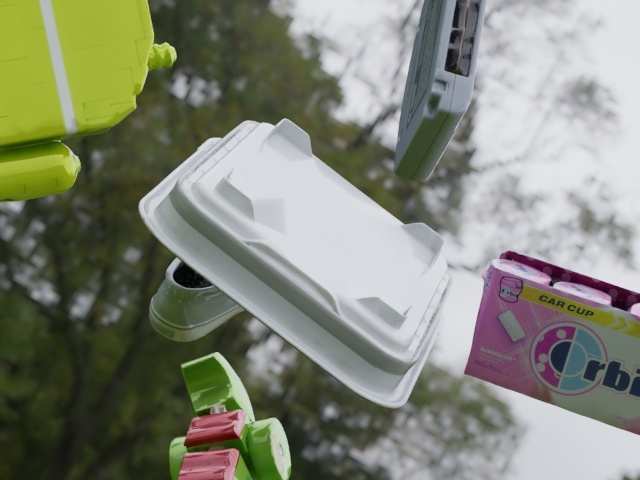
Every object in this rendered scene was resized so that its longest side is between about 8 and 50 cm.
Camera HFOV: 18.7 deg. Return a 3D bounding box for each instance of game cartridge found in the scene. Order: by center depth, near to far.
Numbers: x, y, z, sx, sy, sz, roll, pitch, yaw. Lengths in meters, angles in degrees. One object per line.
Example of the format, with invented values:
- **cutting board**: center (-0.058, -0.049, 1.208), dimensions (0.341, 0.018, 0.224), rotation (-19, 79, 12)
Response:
- **game cartridge**: center (0.153, -0.232, 2.433), dimensions (0.062, 0.297, 0.198), rotation (13, -29, -3)

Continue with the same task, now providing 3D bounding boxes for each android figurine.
- **android figurine**: center (-0.244, -0.153, 1.480), dimensions (0.273, 0.248, 0.056), rotation (-13, -2, -20)

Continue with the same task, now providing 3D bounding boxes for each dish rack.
- **dish rack**: center (0.000, 0.000, 1.742), dimensions (0.285, 0.072, 0.333), rotation (38, 20, -1)

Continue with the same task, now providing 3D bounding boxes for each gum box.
- **gum box**: center (0.225, 0.090, 1.733), dimensions (0.188, 0.107, 0.062), rotation (19, 21, 11)

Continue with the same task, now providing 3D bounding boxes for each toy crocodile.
- **toy crocodile**: center (-0.102, 0.251, 1.883), dimensions (0.115, 0.340, 0.105), rotation (-12, -50, 14)

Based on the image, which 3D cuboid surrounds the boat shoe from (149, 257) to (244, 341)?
- **boat shoe**: center (-0.080, 0.019, 1.933), dimensions (0.079, 0.227, 0.081), rotation (37, -47, 16)
